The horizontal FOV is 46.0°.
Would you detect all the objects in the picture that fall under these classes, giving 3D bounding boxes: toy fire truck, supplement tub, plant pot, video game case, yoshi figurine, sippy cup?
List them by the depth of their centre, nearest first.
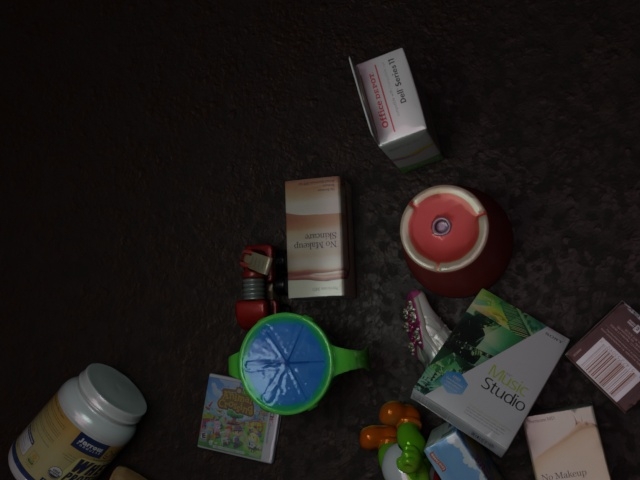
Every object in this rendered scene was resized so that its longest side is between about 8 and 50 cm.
[{"bbox_3d":[0.168,0.545,1.653,0.203,0.203,0.362,-24,46,8],"label":"yoshi figurine"},{"bbox_3d":[0.300,-0.012,1.736,0.275,0.243,0.275,-3,81,18],"label":"plant pot"},{"bbox_3d":[-0.048,0.292,1.815,0.305,0.224,0.240,31,93,19],"label":"sippy cup"},{"bbox_3d":[-0.149,0.111,1.859,0.158,0.246,0.217,-3,82,18],"label":"toy fire truck"},{"bbox_3d":[-0.205,0.457,1.947,0.212,0.023,0.193,7,85,19],"label":"video game case"},{"bbox_3d":[-0.628,0.499,1.968,0.228,0.228,0.316,43,97,18],"label":"supplement tub"}]

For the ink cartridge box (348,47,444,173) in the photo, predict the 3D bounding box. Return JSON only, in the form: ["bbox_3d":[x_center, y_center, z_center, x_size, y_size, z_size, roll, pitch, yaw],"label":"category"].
[{"bbox_3d":[0.184,-0.303,1.753,0.119,0.353,0.207,-18,78,15],"label":"ink cartridge box"}]

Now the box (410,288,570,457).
[{"bbox_3d":[0.381,0.284,1.680,0.232,0.058,0.322,31,58,17],"label":"box"}]

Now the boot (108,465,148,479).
[{"bbox_3d":[-0.453,0.746,1.958,0.269,0.089,0.236,17,75,18],"label":"boot"}]

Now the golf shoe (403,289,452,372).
[{"bbox_3d":[0.289,0.257,1.789,0.140,0.115,0.306,-12,73,-12],"label":"golf shoe"}]

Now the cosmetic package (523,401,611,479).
[{"bbox_3d":[0.554,0.523,1.652,0.160,0.113,0.310,-15,79,15],"label":"cosmetic package"}]

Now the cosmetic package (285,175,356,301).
[{"bbox_3d":[0.000,0.000,1.889,0.153,0.129,0.296,-6,81,16],"label":"cosmetic package"}]

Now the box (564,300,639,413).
[{"bbox_3d":[0.640,0.247,1.613,0.167,0.203,0.168,-46,72,7],"label":"box"}]

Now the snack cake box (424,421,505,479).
[{"bbox_3d":[0.343,0.534,1.672,0.089,0.152,0.264,-34,84,13],"label":"snack cake box"}]
